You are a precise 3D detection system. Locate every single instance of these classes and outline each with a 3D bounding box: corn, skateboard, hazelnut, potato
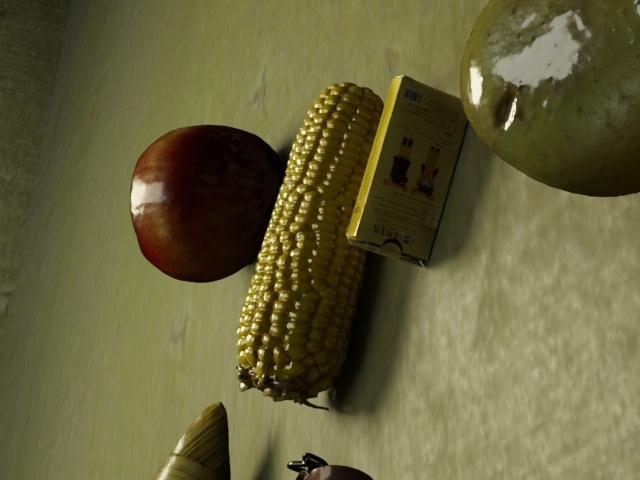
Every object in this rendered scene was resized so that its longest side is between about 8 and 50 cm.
[{"bbox_3d":[0.000,0.000,0.955,0.106,0.106,0.305,-11,60,63],"label":"corn"},{"bbox_3d":[-0.004,0.215,0.866,0.151,0.067,0.080,-42,28,55],"label":"skateboard"},{"bbox_3d":[-0.128,-0.053,1.200,0.178,0.178,0.204,-52,0,37],"label":"hazelnut"},{"bbox_3d":[0.180,-0.119,0.591,0.194,0.157,0.157,-51,31,36],"label":"potato"}]

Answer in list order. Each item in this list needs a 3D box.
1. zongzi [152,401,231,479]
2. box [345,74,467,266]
[{"bbox_3d":[-0.114,0.319,0.955,0.286,0.134,0.288,26,90,60],"label":"zongzi"},{"bbox_3d":[0.075,-0.058,0.865,0.020,0.073,0.149,6,78,67],"label":"box"}]
